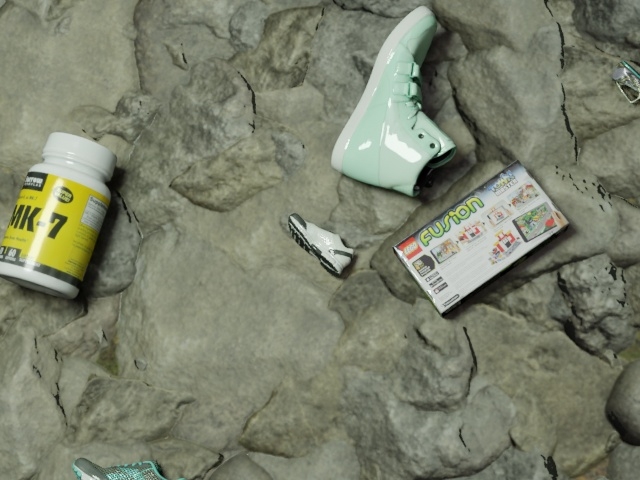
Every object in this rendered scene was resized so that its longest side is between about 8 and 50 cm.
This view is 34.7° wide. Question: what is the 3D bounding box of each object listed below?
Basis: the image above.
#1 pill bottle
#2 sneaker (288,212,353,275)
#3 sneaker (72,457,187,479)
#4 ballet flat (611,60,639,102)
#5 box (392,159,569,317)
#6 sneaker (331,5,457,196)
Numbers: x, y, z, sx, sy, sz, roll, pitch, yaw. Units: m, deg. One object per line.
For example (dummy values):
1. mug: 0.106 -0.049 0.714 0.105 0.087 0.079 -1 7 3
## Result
1. pill bottle: -0.360 -0.034 1.410 0.119 0.119 0.208 13 77 11
2. sneaker: 0.000 0.000 1.395 0.044 0.040 0.109 -41 76 -21
3. sneaker: -0.243 0.316 1.338 0.167 0.065 0.076 24 63 10
4. ballet flat: 0.440 -0.196 1.384 0.114 0.041 0.041 42 84 16
5. box: 0.212 -0.003 1.361 0.207 0.036 0.114 -34 73 -2
6. sneaker: 0.136 -0.182 1.389 0.151 0.094 0.255 26 90 20
